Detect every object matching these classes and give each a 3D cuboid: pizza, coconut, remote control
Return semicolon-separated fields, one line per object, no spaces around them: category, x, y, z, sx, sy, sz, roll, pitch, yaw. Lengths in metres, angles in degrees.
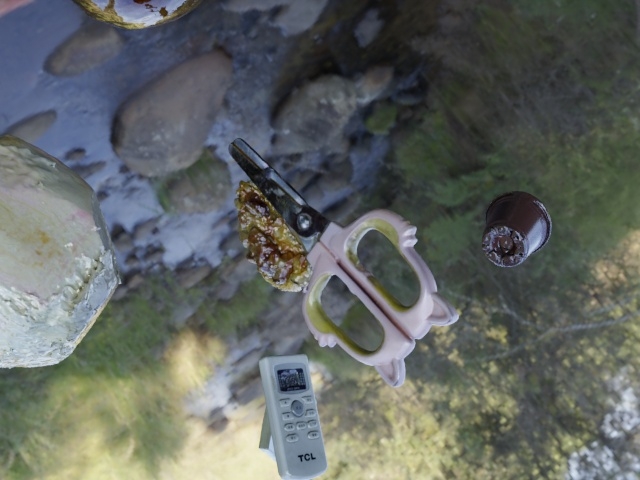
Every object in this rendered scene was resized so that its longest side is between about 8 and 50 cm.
pizza;-0.086;-0.003;1.306;0.069;0.193;0.154;-33;-165;-17
coconut;-0.260;0.009;0.685;0.194;0.194;0.194;-35;168;-9
remote control;-0.040;0.267;1.282;0.088;0.190;0.029;4;158;-42

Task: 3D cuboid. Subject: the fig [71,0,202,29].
fig;-0.199;-0.353;0.931;0.235;0.235;0.214;-27;-153;-36

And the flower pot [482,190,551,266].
flower pot;0.295;-0.010;1.315;0.111;0.111;0.089;-47;177;39

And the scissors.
scissors;0.000;0.000;0.848;0.024;0.317;0.160;0;131;-56

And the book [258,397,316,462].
book;-0.054;0.324;1.514;0.022;0.162;0.232;0;153;17
